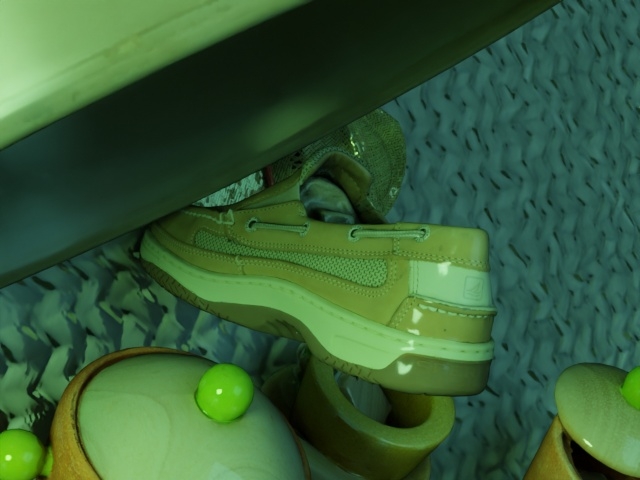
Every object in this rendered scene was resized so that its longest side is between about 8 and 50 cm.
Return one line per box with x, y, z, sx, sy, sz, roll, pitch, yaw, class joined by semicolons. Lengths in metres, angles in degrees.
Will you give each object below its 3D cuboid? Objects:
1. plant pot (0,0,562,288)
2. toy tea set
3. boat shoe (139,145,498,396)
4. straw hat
-0.098;-0.147;0.480;0.323;0.323;0.280;-25;89;-50;plant pot
0.035;0.097;0.661;0.200;0.124;0.336;43;36;17;toy tea set
0.000;0.000;0.638;0.068;0.190;0.072;3;101;-42;boat shoe
0.004;-0.037;0.755;0.144;0.061;0.144;8;80;-50;straw hat
